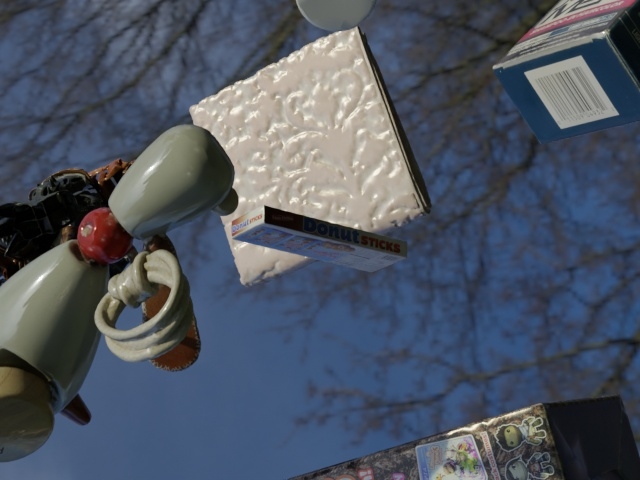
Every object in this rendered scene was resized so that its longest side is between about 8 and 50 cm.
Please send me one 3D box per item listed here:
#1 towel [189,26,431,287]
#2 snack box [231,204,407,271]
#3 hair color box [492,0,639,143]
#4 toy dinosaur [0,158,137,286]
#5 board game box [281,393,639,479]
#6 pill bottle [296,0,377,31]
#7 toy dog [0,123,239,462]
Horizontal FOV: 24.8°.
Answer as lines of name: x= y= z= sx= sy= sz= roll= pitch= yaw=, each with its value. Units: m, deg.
towel: x=-0.023 y=-0.126 z=2.237 sx=0.053 sy=0.331 sz=0.317 roll=2 pitch=-113 yaw=-63
snack box: x=0.000 y=0.000 z=1.492 sx=0.178 sy=0.064 sz=0.022 roll=14 pitch=-112 yaw=-32
hair color box: x=0.350 y=-0.251 z=1.489 sx=0.347 sy=0.174 sz=0.105 roll=-45 pitch=-72 yaw=-28
toy dinosaur: x=-0.284 y=-0.023 z=1.598 sx=0.164 sy=0.322 sz=0.218 roll=36 pitch=-168 yaw=-17
board game box: x=0.136 y=0.253 z=1.362 sx=0.232 sy=0.291 sz=0.141 roll=7 pitch=-115 yaw=-61
pill bottle: x=0.023 y=-0.360 z=1.880 sx=0.131 sy=0.131 sz=0.229 roll=59 pitch=-163 yaw=-26
toy dog: x=-0.178 y=0.062 z=1.210 sx=0.161 sy=0.333 sz=0.220 roll=34 pitch=-138 yaw=-43
